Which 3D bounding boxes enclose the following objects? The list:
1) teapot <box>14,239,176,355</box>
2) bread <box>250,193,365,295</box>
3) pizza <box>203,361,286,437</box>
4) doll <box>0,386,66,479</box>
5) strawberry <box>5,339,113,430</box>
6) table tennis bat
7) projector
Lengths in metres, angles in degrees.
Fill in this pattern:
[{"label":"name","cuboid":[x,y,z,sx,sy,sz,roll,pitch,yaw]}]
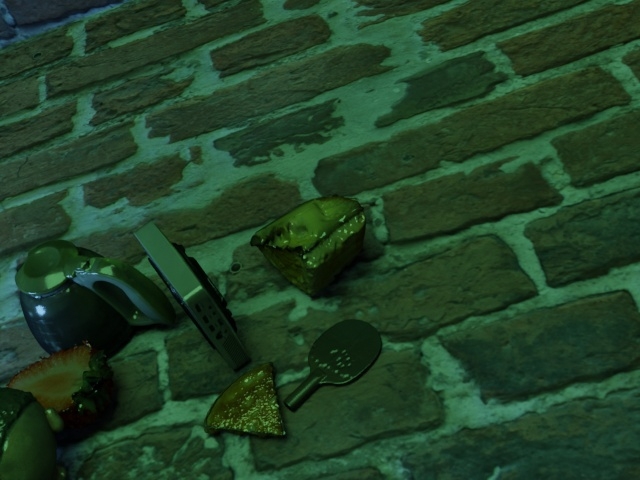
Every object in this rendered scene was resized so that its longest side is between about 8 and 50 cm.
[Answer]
[{"label":"teapot","cuboid":[-0.511,0.131,1.762,0.321,0.239,0.239,27,65,35]},{"label":"bread","cuboid":[0.000,0.000,1.742,0.204,0.163,0.262,-43,27,-16]},{"label":"pizza","cuboid":[-0.117,0.321,1.588,0.176,0.036,0.185,21,59,31]},{"label":"doll","cuboid":[-0.659,0.394,1.562,0.349,0.247,0.247,-3,50,12]},{"label":"strawberry","cuboid":[-0.521,0.313,1.703,0.286,0.106,0.188,-11,48,30]},{"label":"table tennis bat","cuboid":[0.019,0.244,1.616,0.234,0.022,0.131,-41,50,-19]},{"label":"projector","cuboid":[-0.253,0.108,1.671,0.079,0.257,0.259,-36,48,-10]}]
